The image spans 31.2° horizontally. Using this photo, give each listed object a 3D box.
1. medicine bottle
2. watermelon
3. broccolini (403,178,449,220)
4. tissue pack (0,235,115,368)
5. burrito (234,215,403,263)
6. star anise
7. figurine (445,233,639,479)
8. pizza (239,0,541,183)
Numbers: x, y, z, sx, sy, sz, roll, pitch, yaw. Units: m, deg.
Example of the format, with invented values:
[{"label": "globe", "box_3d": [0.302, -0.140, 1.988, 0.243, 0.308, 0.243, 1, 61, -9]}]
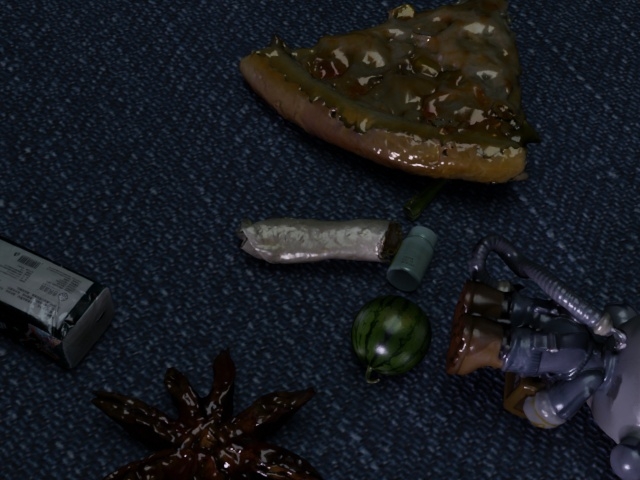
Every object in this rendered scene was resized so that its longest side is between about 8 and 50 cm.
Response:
[{"label": "medicine bottle", "box_3d": [0.122, 0.024, 1.511, 0.047, 0.047, 0.083, 21, 52, 10]}, {"label": "watermelon", "box_3d": [0.083, 0.120, 1.404, 0.109, 0.109, 0.109, 3, 52, -4]}, {"label": "broccolini", "box_3d": [0.207, -0.102, 1.637, 0.254, 0.071, 0.057, -43, 109, -25]}, {"label": "tissue pack", "box_3d": [-0.349, 0.073, 1.394, 0.170, 0.090, 0.103, 24, 53, 14]}, {"label": "burrito", "box_3d": [0.000, 0.000, 1.503, 0.226, 0.087, 0.060, 1, 95, -2]}, {"label": "star anise", "box_3d": [-0.128, 0.231, 1.299, 0.288, 0.088, 0.288, 3, 50, -3]}, {"label": "figurine", "box_3d": [0.338, 0.160, 1.348, 0.382, 0.186, 0.261, 14, 57, -1]}, {"label": "pizza", "box_3d": [0.149, -0.208, 1.644, 0.435, 0.080, 0.392, -21, 52, -14]}]
